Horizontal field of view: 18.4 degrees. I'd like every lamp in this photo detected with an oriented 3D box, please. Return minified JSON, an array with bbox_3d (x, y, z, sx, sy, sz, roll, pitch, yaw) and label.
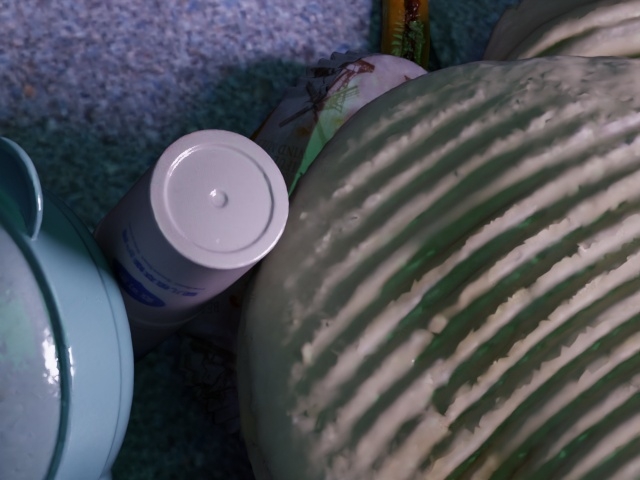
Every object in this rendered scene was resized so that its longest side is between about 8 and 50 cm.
[{"bbox_3d":[-0.190,0.090,1.079,0.147,0.209,0.284,-37,114,-43],"label":"lamp"}]

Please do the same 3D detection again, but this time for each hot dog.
[{"bbox_3d":[0.057,-0.140,1.332,0.037,0.021,0.083,6,71,-18],"label":"hot dog"},{"bbox_3d":[0.000,0.000,1.235,0.144,0.075,0.268,29,74,-10],"label":"hot dog"}]

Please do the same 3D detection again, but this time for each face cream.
[{"bbox_3d":[-0.092,0.012,1.104,0.077,0.250,0.077,6,73,-18],"label":"face cream"}]

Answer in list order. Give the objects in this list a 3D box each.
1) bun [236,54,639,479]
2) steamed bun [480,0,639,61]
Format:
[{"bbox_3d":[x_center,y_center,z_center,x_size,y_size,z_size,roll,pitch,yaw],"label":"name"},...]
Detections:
[{"bbox_3d":[0.139,0.074,1.068,0.365,0.219,0.365,-6,69,16],"label":"bun"},{"bbox_3d":[0.242,-0.040,1.271,0.276,0.203,0.289,-2,75,-21],"label":"steamed bun"}]
